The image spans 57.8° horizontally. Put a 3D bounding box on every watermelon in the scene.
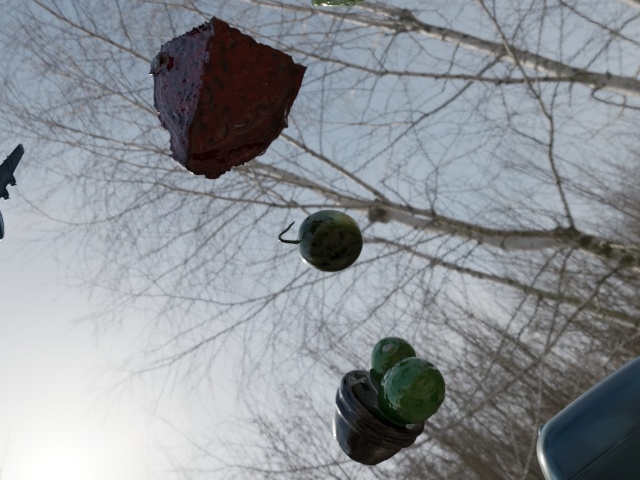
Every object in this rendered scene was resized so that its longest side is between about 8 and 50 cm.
[{"bbox_3d":[0.000,0.000,1.279,0.188,0.140,0.140,3,-54,-4],"label":"watermelon"}]

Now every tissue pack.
[{"bbox_3d":[0.464,0.298,0.857,0.287,0.206,0.198,-39,-35,3],"label":"tissue pack"}]

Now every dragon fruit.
[{"bbox_3d":[-0.220,-0.272,1.109,0.240,0.303,0.329,69,-148,-59],"label":"dragon fruit"}]

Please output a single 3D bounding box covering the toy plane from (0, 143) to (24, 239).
[{"bbox_3d":[-0.796,-0.128,1.336,0.254,0.105,0.271,-22,-88,-12],"label":"toy plane"}]

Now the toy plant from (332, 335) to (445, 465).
[{"bbox_3d":[0.124,0.286,1.053,0.176,0.218,0.235,24,-75,-16],"label":"toy plant"}]

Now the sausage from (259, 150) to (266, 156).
[{"bbox_3d":[-0.209,-0.265,1.627,0.183,0.054,0.062,-6,-93,-54],"label":"sausage"}]

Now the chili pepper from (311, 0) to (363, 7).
[{"bbox_3d":[0.060,-0.558,1.317,0.052,0.202,0.050,-10,-78,-47],"label":"chili pepper"}]
